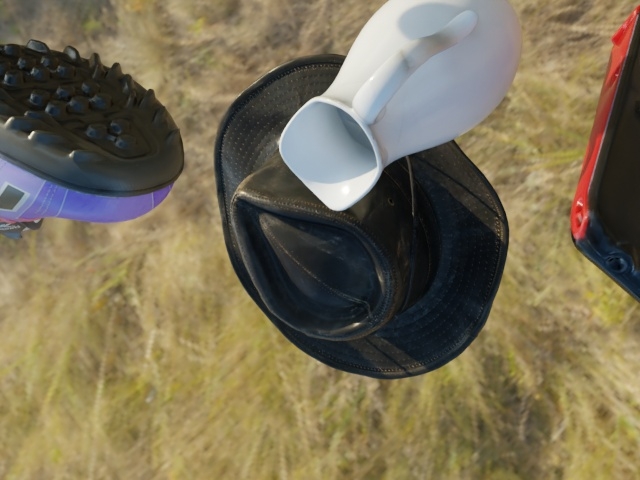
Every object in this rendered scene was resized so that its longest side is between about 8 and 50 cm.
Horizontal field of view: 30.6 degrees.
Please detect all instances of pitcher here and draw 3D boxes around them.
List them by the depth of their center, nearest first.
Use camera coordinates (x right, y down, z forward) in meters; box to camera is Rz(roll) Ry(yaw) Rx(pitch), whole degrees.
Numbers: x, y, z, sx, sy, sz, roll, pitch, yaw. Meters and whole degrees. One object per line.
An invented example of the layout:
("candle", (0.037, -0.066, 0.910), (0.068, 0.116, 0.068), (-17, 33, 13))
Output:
("pitcher", (0.079, -0.135, 0.927), (0.125, 0.207, 0.178), (48, 152, 1))

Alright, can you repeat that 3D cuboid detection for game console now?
("game console", (0.363, 0.005, 0.917), (0.386, 0.342, 0.060), (39, 129, -11))

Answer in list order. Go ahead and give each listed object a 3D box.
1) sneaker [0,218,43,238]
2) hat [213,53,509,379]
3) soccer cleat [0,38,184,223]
("sneaker", (-0.351, -0.038, 1.238), (0.094, 0.235, 0.153), (6, 131, 9))
("hat", (0.000, 0.000, 1.089), (0.331, 0.134, 0.332), (12, 114, 28))
("soccer cleat", (-0.195, -0.054, 0.637), (0.318, 0.108, 0.117), (22, 116, 33))
